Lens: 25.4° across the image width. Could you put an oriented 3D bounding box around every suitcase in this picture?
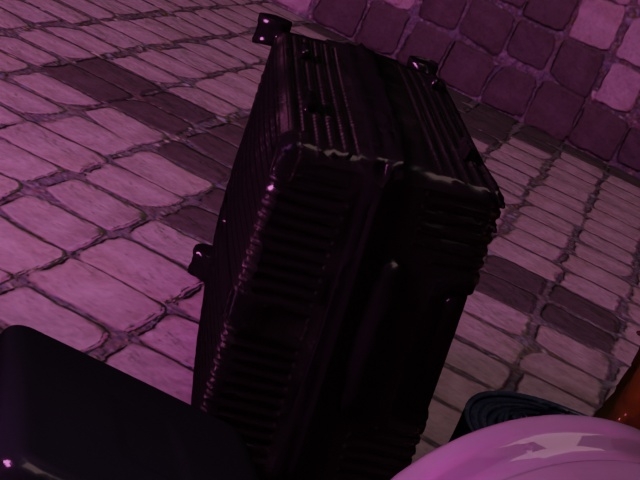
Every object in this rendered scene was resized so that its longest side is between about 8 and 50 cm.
[{"bbox_3d":[0.000,0.000,0.961,0.152,0.229,0.335,14,19,-7],"label":"suitcase"}]

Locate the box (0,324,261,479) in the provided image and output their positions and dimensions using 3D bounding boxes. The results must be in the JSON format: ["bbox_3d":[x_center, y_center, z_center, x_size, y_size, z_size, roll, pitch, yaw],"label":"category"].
[{"bbox_3d":[-0.096,0.116,0.690,0.160,0.050,0.230,29,4,-16],"label":"box"}]

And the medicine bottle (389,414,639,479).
[{"bbox_3d":[0.125,0.222,0.496,0.202,0.202,0.316,17,19,-22],"label":"medicine bottle"}]

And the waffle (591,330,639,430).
[{"bbox_3d":[0.243,0.113,0.705,0.077,0.304,0.348,17,37,-11],"label":"waffle"}]

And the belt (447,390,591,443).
[{"bbox_3d":[0.169,0.171,0.921,0.190,0.082,0.141,27,23,7],"label":"belt"}]
